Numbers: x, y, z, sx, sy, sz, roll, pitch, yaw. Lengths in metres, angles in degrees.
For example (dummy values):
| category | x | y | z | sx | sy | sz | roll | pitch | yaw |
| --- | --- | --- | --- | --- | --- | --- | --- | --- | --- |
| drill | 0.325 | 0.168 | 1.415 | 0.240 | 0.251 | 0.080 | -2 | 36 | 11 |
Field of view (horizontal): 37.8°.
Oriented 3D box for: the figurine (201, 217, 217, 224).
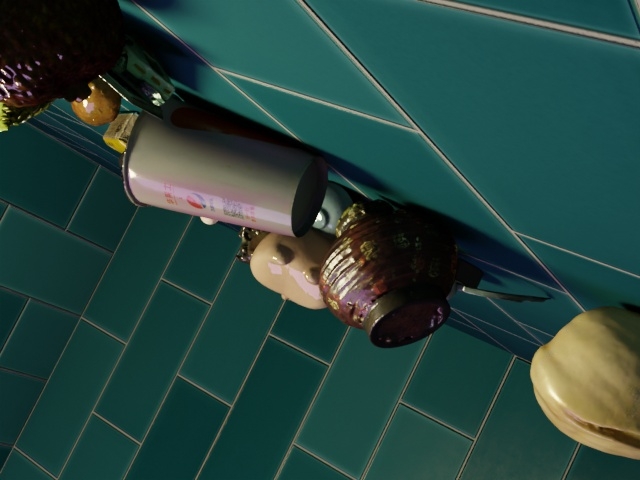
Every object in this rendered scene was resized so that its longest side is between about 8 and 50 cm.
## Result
| category | x | y | z | sx | sy | sz | roll | pitch | yaw |
| --- | --- | --- | --- | --- | --- | --- | --- | --- | --- |
| figurine | -0.196 | -0.117 | 1.750 | 0.257 | 0.182 | 0.144 | 24 | -170 | 1 |

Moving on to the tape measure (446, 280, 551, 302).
| category | x | y | z | sx | sy | sz | roll | pitch | yaw |
| --- | --- | --- | --- | --- | --- | --- | --- | --- | --- |
| tape measure | 0.255 | 0.067 | 1.719 | 0.330 | 0.084 | 0.164 | -3 | -156 | -6 |

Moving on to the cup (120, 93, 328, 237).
| category | x | y | z | sx | sy | sz | roll | pitch | yaw |
| --- | --- | --- | --- | --- | --- | --- | --- | --- | --- |
| cup | -0.145 | -0.109 | 1.504 | 0.288 | 0.203 | 0.203 | 18 | 172 | 20 |

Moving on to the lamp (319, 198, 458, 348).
| category | x | y | z | sx | sy | sz | roll | pitch | yaw |
| --- | --- | --- | --- | --- | --- | --- | --- | --- | --- |
| lamp | 0.111 | 0.047 | 1.530 | 0.247 | 0.247 | 0.247 | 26 | 175 | 3 |

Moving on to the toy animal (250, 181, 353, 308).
| category | x | y | z | sx | sy | sz | roll | pitch | yaw |
| --- | --- | --- | --- | --- | --- | --- | --- | --- | --- |
| toy animal | -0.006 | 0.015 | 1.717 | 0.210 | 0.221 | 0.229 | 29 | 174 | 8 |

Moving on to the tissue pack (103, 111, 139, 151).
| category | x | y | z | sx | sy | sz | roll | pitch | yaw |
| --- | --- | --- | --- | --- | --- | --- | --- | --- | --- |
| tissue pack | -0.397 | -0.222 | 2.052 | 0.120 | 0.082 | 0.169 | 27 | 175 | -26 |

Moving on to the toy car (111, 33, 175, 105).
| category | x | y | z | sx | sy | sz | roll | pitch | yaw |
| --- | --- | --- | --- | --- | --- | --- | --- | --- | --- |
| toy car | -0.257 | -0.248 | 1.268 | 0.093 | 0.058 | 0.186 | 37 | -175 | -42 |

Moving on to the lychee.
| category | x | y | z | sx | sy | sz | roll | pitch | yaw |
| --- | --- | --- | --- | --- | --- | --- | --- | --- | --- |
| lychee | -0.315 | -0.235 | 1.045 | 0.194 | 0.194 | 0.194 | 26 | 175 | 3 |

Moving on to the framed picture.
| category | x | y | z | sx | sy | sz | roll | pitch | yaw |
| --- | --- | --- | --- | --- | --- | --- | --- | --- | --- |
| framed picture | -0.316 | -0.252 | 1.304 | 0.216 | 0.016 | 0.273 | 42 | -178 | -4 |

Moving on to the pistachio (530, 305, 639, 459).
| category | x | y | z | sx | sy | sz | roll | pitch | yaw |
| --- | --- | --- | --- | --- | --- | --- | --- | --- | --- |
| pistachio | 0.482 | 0.226 | 1.430 | 0.321 | 0.229 | 0.238 | 14 | -143 | 1 |

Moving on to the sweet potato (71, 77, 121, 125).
| category | x | y | z | sx | sy | sz | roll | pitch | yaw |
| --- | --- | --- | --- | --- | --- | --- | --- | --- | --- |
| sweet potato | -0.431 | -0.264 | 1.780 | 0.097 | 0.097 | 0.292 | 28 | 175 | -18 |

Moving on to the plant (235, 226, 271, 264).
| category | x | y | z | sx | sy | sz | roll | pitch | yaw |
| --- | --- | --- | --- | --- | --- | --- | --- | --- | --- |
| plant | -0.095 | -0.007 | 2.172 | 0.204 | 0.178 | 0.234 | 23 | 179 | 40 |

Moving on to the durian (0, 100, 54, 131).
| category | x | y | z | sx | sy | sz | roll | pitch | yaw |
| --- | --- | --- | --- | --- | --- | --- | --- | --- | --- |
| durian | -0.685 | -0.312 | 1.959 | 0.394 | 0.198 | 0.163 | 24 | 176 | 42 |

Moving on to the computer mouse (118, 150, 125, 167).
| category | x | y | z | sx | sy | sz | roll | pitch | yaw |
| --- | --- | --- | --- | --- | --- | --- | --- | --- | --- |
| computer mouse | -0.317 | -0.151 | 1.960 | 0.217 | 0.122 | 0.073 | 7 | -133 | -46 |

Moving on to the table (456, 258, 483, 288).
| category | x | y | z | sx | sy | sz | roll | pitch | yaw |
| --- | --- | --- | --- | --- | --- | --- | --- | --- | --- |
| table | 0.252 | 0.058 | 1.844 | 0.133 | 0.043 | 0.133 | 26 | 175 | 3 |
